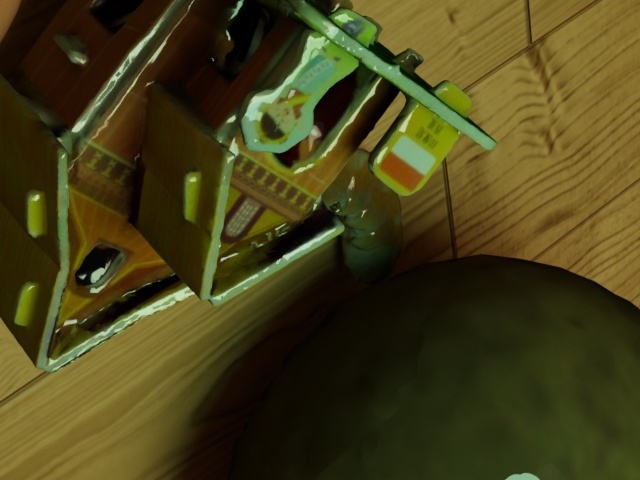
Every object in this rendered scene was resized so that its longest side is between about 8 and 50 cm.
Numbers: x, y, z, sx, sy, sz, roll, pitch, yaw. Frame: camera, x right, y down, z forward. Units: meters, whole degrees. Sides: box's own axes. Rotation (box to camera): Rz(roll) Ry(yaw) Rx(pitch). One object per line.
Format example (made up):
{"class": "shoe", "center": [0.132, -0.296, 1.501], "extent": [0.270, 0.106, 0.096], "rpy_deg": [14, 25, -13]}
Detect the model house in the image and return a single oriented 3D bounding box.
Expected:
{"class": "model house", "center": [-0.070, -0.032, 1.206], "extent": [0.323, 0.300, 0.340], "rpy_deg": [-51, 136, 7]}

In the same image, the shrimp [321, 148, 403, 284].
{"class": "shrimp", "center": [0.000, 0.000, 1.484], "extent": [0.166, 0.049, 0.161], "rpy_deg": [-33, 132, -26]}

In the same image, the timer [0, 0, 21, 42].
{"class": "timer", "center": [-0.275, -0.175, 0.936], "extent": [0.229, 0.230, 0.215], "rpy_deg": [-49, 134, -12]}

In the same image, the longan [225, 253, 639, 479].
{"class": "longan", "center": [0.131, 0.208, 1.494], "extent": [0.436, 0.404, 0.404], "rpy_deg": [6, 111, -28]}
